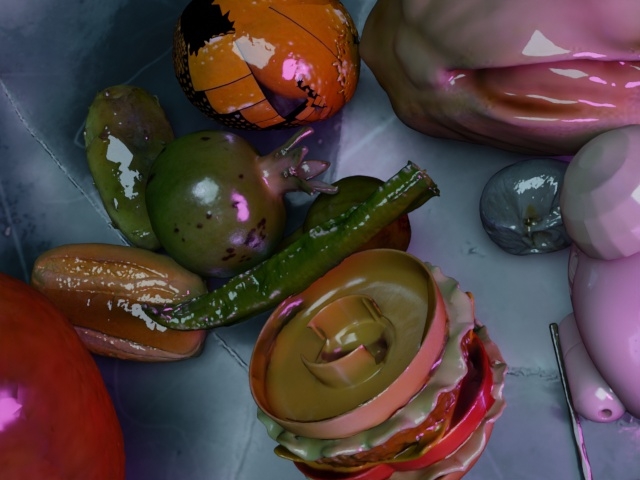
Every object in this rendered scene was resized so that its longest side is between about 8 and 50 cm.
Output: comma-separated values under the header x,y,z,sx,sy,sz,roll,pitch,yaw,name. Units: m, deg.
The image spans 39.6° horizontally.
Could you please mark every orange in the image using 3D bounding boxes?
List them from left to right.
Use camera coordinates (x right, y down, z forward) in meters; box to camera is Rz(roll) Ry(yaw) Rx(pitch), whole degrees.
x,y,z,sx,sy,sz,roll,pitch,yaw,name
-0.066,-0.228,1.091,0.234,0.234,0.182,20,126,11,orange

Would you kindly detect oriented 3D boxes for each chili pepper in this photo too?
x,y,z,sx,sy,sz,roll,pitch,yaw,name
-0.031,0.021,0.990,0.359,0.085,0.076,-29,80,8,chili pepper

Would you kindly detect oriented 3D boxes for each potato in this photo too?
x,y,z,sx,sy,sz,roll,pitch,yaw,name
-0.239,-0.095,1.149,0.117,0.090,0.226,-12,82,-17,potato

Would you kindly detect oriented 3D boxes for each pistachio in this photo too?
x,y,z,sx,sy,sz,roll,pitch,yaw,name
0.261,-0.233,1.005,0.445,0.365,0.281,-3,119,16,pistachio

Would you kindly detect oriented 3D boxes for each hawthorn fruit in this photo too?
x,y,z,sx,sy,sz,roll,pitch,yaw,name
-0.441,0.225,0.936,0.471,0.472,0.472,-1,78,7,hawthorn fruit

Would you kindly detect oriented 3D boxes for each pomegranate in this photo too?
x,y,z,sx,sy,sz,roll,pitch,yaw,name
-0.094,-0.055,1.054,0.224,0.181,0.182,-22,76,13,pomegranate

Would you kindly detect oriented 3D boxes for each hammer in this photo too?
x,y,z,sx,sy,sz,roll,pitch,yaw,name
0.309,0.240,1.049,0.058,0.029,0.292,-10,76,3,hammer

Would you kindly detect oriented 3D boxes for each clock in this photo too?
x,y,z,sx,sy,sz,roll,pitch,yaw,name
0.411,0.031,0.915,0.342,0.326,0.184,-3,34,-1,clock

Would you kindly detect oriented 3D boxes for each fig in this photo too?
x,y,z,sx,sy,sz,roll,pitch,yaw,name
0.000,0.000,1.110,0.236,0.124,0.124,-21,76,27,fig

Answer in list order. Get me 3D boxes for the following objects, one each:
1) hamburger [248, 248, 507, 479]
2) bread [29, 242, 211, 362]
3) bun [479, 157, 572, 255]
x,y,z,sx,sy,sz,roll,pitch,yaw,name
0.071,0.163,0.977,0.274,0.212,0.274,-25,33,18,hamburger
-0.253,0.077,1.111,0.236,0.106,0.140,7,82,9,bread
0.256,-0.031,1.050,0.140,0.141,0.083,1,52,7,bun
